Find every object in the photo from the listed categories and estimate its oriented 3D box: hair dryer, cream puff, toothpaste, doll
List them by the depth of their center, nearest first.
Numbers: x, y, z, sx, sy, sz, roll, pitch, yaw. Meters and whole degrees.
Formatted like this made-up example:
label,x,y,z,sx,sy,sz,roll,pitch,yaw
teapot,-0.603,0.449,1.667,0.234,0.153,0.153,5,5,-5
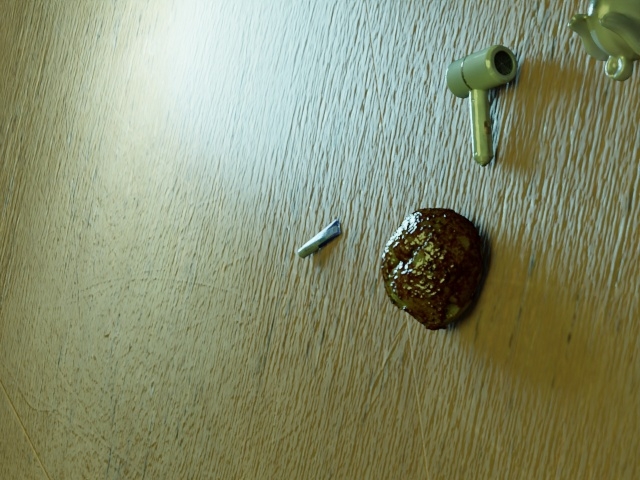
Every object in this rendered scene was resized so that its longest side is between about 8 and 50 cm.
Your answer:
label,x,y,z,sx,sy,sz,roll,pitch,yaw
doll,0.341,-0.350,1.663,0.188,0.099,0.384,9,83,59
hair dryer,0.189,-0.152,1.889,0.082,0.047,0.137,-14,75,55
cream puff,0.124,0.030,1.902,0.149,0.084,0.149,-23,63,56
toothpaste,0.000,0.000,2.173,0.083,0.015,0.024,-38,49,40
